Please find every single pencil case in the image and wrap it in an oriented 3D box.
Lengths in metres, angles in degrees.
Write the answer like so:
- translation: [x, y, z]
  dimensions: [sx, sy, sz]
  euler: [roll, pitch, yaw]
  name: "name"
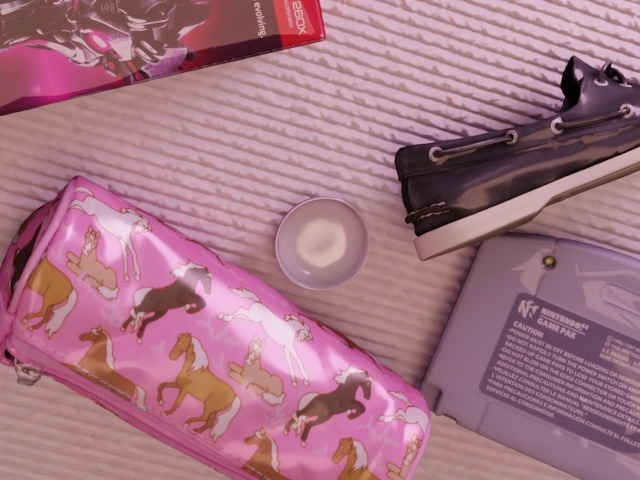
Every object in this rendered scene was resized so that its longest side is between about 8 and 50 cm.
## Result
- translation: [-0.089, 0.107, 1.299]
  dimensions: [0.386, 0.160, 0.167]
  euler: [32, 96, -18]
  name: "pencil case"

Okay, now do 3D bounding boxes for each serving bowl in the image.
- translation: [0.000, 0.000, 1.356]
  dimensions: [0.083, 0.027, 0.083]
  euler: [-3, 105, -10]
  name: "serving bowl"

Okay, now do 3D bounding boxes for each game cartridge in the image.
- translation: [0.252, 0.112, 1.375]
  dimensions: [0.294, 0.060, 0.196]
  euler: [24, 103, 7]
  name: "game cartridge"

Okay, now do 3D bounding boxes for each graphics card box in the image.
- translation: [-0.196, -0.230, 1.222]
  dimensions: [0.371, 0.094, 0.233]
  euler: [-13, 107, -7]
  name: "graphics card box"

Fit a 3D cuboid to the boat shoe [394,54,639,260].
- translation: [0.218, -0.097, 1.330]
  dimensions: [0.340, 0.127, 0.113]
  euler: [-24, 85, -2]
  name: "boat shoe"
